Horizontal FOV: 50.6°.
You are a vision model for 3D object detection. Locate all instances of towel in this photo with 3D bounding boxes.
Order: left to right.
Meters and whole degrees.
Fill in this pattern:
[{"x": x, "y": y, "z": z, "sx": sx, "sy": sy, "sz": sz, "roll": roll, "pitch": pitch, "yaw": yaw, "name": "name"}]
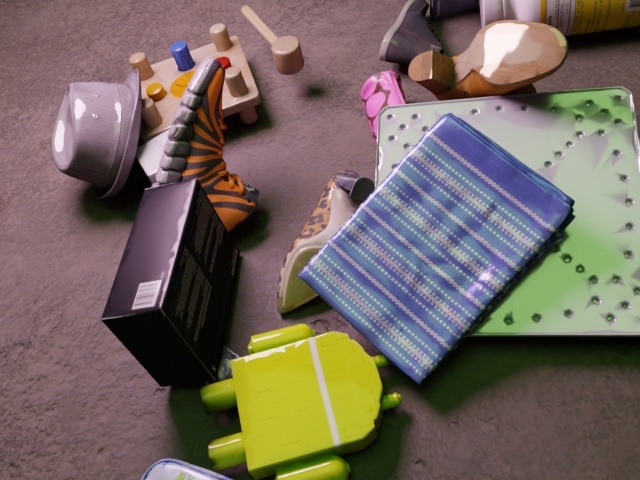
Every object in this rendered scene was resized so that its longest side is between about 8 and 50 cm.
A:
[{"x": 0.162, "y": 0.003, "z": 0.961, "sx": 0.243, "sy": 0.040, "sz": 0.336, "roll": 42, "pitch": 89, "yaw": 17, "name": "towel"}]

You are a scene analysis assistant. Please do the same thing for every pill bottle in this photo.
[{"x": 0.479, "y": -0.492, "z": 1.307, "sx": 0.334, "sy": 0.188, "sz": 0.188, "roll": -4, "pitch": 51, "yaw": 12, "name": "pill bottle"}]

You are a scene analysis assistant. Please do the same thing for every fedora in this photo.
[{"x": -0.440, "y": -0.217, "z": 1.309, "sx": 0.244, "sy": 0.124, "sz": 0.275, "roll": -36, "pitch": 51, "yaw": 47, "name": "fedora"}]

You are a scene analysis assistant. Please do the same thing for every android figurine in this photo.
[{"x": -0.027, "y": 0.226, "z": 0.943, "sx": 0.273, "sy": 0.056, "sz": 0.248, "roll": -16, "pitch": 54, "yaw": -3, "name": "android figurine"}]

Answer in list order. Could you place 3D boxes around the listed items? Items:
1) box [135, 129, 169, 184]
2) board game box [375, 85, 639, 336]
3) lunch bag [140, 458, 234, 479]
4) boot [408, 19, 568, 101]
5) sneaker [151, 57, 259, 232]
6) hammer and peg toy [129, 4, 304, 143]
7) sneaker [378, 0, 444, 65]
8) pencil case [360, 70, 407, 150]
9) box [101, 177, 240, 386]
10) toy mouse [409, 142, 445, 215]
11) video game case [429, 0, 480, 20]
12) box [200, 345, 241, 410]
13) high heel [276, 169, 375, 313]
[{"x": -0.286, "y": -0.133, "z": 1.290, "sx": 0.087, "sy": 0.101, "sz": 0.102, "roll": -32, "pitch": 48, "yaw": -11, "name": "box"}, {"x": 0.278, "y": -0.041, "z": 1.025, "sx": 0.390, "sy": 0.050, "sz": 0.389, "roll": -2, "pitch": 68, "yaw": 15, "name": "board game box"}, {"x": -0.179, "y": 0.393, "z": 0.838, "sx": 0.176, "sy": 0.090, "sz": 0.219, "roll": 10, "pitch": 55, "yaw": 22, "name": "lunch bag"}, {"x": 0.317, "y": -0.279, "z": 1.137, "sx": 0.295, "sy": 0.211, "sz": 0.104, "roll": 4, "pitch": 87, "yaw": 47, "name": "boot"}, {"x": -0.184, "y": -0.144, "z": 1.193, "sx": 0.180, "sy": 0.321, "sz": 0.124, "roll": 17, "pitch": 8, "yaw": -17, "name": "sneaker"}, {"x": -0.218, "y": -0.343, "z": 1.427, "sx": 0.361, "sy": 0.127, "sz": 0.266, "roll": -21, "pitch": 47, "yaw": -1, "name": "hammer and peg toy"}, {"x": 0.211, "y": -0.423, "z": 1.415, "sx": 0.118, "sy": 0.083, "sz": 0.222, "roll": 23, "pitch": 52, "yaw": 9, "name": "sneaker"}, {"x": 0.134, "y": -0.228, "z": 1.250, "sx": 0.095, "sy": 0.098, "sz": 0.209, "roll": -10, "pitch": 49, "yaw": -6, "name": "pencil case"}, {"x": -0.217, "y": 0.063, "z": 1.044, "sx": 0.103, "sy": 0.184, "sz": 0.261, "roll": -11, "pitch": 45, "yaw": 16, "name": "box"}, {"x": 0.151, "y": -0.069, "z": 1.024, "sx": 0.143, "sy": 0.031, "sz": 0.161, "roll": -32, "pitch": 65, "yaw": 0, "name": "toy mouse"}, {"x": 0.361, "y": -0.559, "z": 1.394, "sx": 0.274, "sy": 0.196, "sz": 0.026, "roll": -15, "pitch": 70, "yaw": 4, "name": "video game case"}, {"x": -0.138, "y": 0.208, "z": 1.024, "sx": 0.083, "sy": 0.018, "sz": 0.067, "roll": 33, "pitch": 67, "yaw": 34, "name": "box"}, {"x": 0.000, "y": 0.000, "z": 1.142, "sx": 0.261, "sy": 0.093, "sz": 0.186, "roll": -57, "pitch": 11, "yaw": 2, "name": "high heel"}]
